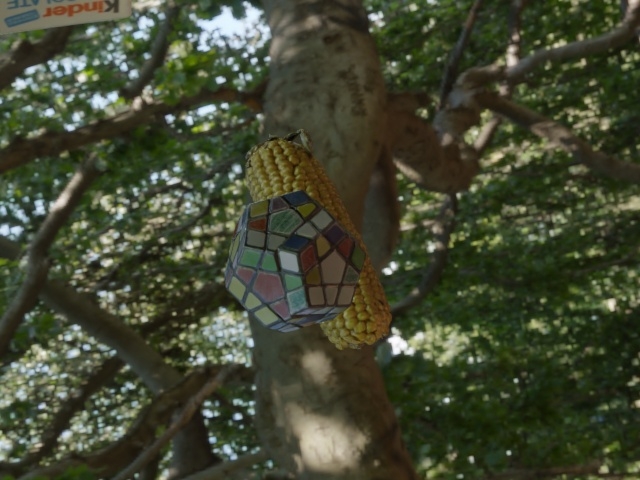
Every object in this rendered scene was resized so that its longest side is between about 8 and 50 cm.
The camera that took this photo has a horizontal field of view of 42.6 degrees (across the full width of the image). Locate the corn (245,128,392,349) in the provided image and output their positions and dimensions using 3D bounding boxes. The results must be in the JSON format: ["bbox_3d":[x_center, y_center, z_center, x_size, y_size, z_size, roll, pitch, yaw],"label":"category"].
[{"bbox_3d":[0.000,0.000,0.968,0.293,0.106,0.106,62,-170,23],"label":"corn"}]

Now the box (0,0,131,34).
[{"bbox_3d":[-0.246,-0.218,0.487,0.048,0.274,0.265,67,156,21],"label":"box"}]

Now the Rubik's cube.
[{"bbox_3d":[-0.020,0.017,0.617,0.111,0.093,0.111,-3,-85,-39],"label":"Rubik's cube"}]
